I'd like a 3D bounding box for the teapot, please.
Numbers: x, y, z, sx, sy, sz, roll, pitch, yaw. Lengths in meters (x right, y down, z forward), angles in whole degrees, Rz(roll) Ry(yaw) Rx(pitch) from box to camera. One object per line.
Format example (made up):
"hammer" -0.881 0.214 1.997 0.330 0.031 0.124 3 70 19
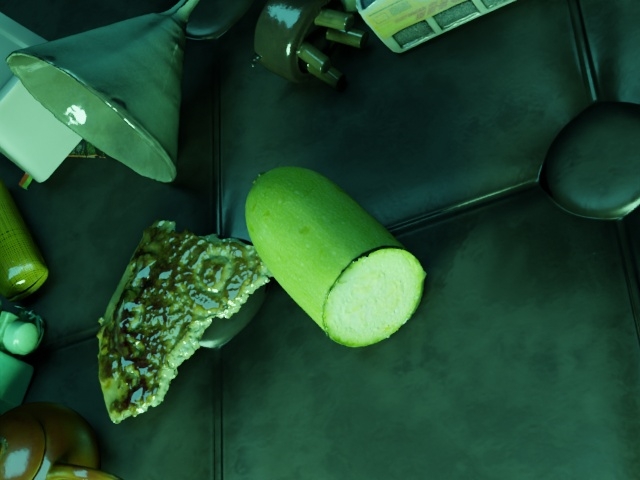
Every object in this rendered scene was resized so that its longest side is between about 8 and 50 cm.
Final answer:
"teapot" -0.335 0.268 1.555 0.252 0.135 0.178 1 66 34

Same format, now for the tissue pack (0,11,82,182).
"tissue pack" -0.442 -0.216 1.918 0.159 0.136 0.246 -50 43 -6

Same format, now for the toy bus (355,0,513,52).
"toy bus" 0.205 -0.344 1.602 0.342 0.138 0.097 -21 51 21

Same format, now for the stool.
"stool" 0.000 -0.280 1.713 0.121 0.125 0.217 24 56 23

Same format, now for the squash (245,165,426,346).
"squash" 0.000 0.000 1.519 0.132 0.132 0.247 -44 46 1

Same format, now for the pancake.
"pancake" -0.160 0.083 1.632 0.244 0.057 0.266 -17 57 12

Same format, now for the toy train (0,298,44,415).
"toy train" -0.461 0.143 1.735 0.203 0.112 0.163 7 72 36

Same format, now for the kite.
"kite" -0.386 -0.154 1.942 0.241 0.014 0.183 12 69 36

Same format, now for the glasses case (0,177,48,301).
"glasses case" -0.441 -0.005 1.846 0.079 0.064 0.234 -35 47 -1

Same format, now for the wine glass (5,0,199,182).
"wine glass" -0.179 -0.303 1.760 0.267 0.267 0.406 25 71 40
